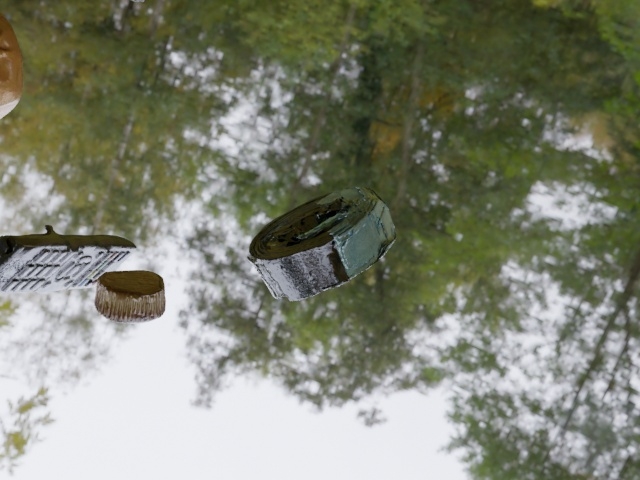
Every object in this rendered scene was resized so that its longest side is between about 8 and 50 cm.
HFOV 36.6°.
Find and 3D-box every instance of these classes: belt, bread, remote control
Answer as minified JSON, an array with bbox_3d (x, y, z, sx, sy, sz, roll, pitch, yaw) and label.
[{"bbox_3d":[0.000,0.000,0.901,0.105,0.140,0.058,-99,-17,-64],"label":"belt"},{"bbox_3d":[-0.220,0.070,1.121,0.085,0.053,0.085,7,-162,-2],"label":"bread"},{"bbox_3d":[-0.448,0.034,1.624,0.062,0.144,0.399,52,-170,9],"label":"remote control"}]

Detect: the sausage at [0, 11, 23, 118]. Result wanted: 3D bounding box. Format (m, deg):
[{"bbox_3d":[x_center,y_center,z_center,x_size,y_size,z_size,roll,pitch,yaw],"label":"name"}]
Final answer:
[{"bbox_3d":[-0.415,-0.175,1.007,0.241,0.136,0.120,-6,-172,30],"label":"sausage"}]
